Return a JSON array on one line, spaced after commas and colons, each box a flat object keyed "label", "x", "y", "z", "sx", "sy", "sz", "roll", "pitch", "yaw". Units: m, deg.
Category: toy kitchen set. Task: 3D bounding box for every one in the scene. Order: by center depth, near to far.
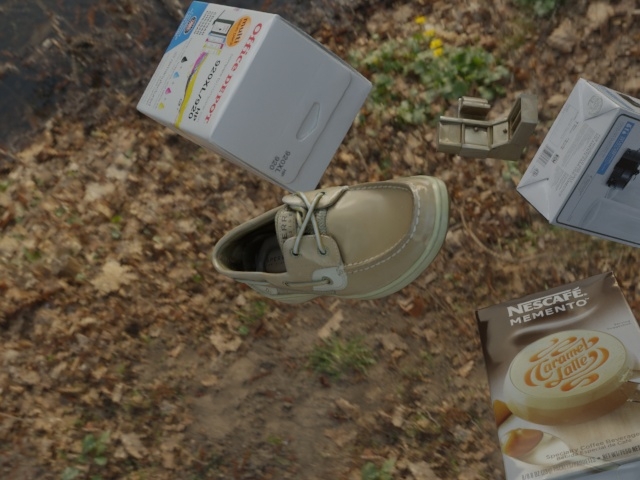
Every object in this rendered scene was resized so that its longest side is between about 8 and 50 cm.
[{"label": "toy kitchen set", "x": 0.163, "y": -0.129, "z": 0.910, "sx": 0.083, "sy": 0.075, "sz": 0.068, "roll": 6, "pitch": 65, "yaw": -3}]

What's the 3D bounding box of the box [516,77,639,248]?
[{"label": "box", "x": 0.417, "y": -0.082, "z": 1.181, "sx": 0.169, "sy": 0.290, "sz": 0.087, "roll": -63, "pitch": 33, "yaw": 22}]

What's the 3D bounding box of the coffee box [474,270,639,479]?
[{"label": "coffee box", "x": 0.220, "y": 0.143, "z": 0.783, "sx": 0.141, "sy": 0.098, "sz": 0.246, "roll": -18, "pitch": 26, "yaw": 11}]

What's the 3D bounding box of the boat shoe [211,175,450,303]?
[{"label": "boat shoe", "x": 0.000, "y": 0.000, "z": 0.898, "sx": 0.302, "sy": 0.098, "sz": 0.109, "roll": -16, "pitch": 63, "yaw": 52}]

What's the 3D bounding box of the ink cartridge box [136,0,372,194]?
[{"label": "ink cartridge box", "x": -0.089, "y": -0.184, "z": 1.170, "sx": 0.233, "sy": 0.168, "sz": 0.171, "roll": 28, "pitch": 90, "yaw": 54}]
